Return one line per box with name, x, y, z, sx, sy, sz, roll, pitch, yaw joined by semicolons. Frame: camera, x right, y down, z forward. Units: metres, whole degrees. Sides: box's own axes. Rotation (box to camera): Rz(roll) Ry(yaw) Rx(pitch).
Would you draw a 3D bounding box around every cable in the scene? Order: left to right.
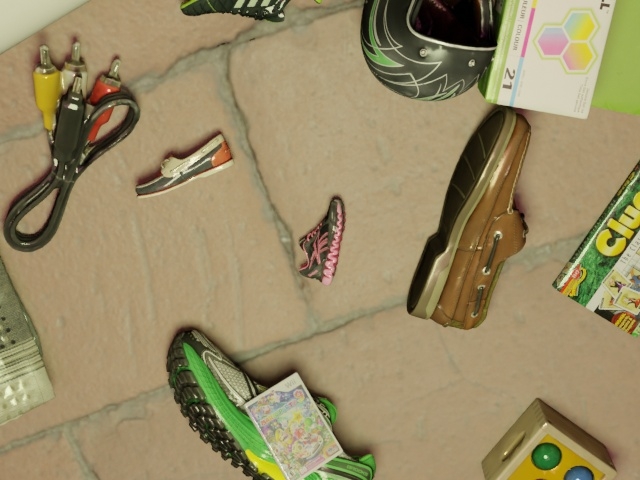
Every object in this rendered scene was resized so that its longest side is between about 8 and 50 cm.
cable;-0.324;-0.113;1.635;0.139;0.072;0.287;10;120;-20

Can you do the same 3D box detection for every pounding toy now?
pounding toy;0.328;0.357;1.743;0.206;0.094;0.181;35;104;-10

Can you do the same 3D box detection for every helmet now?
helmet;0.128;-0.246;1.514;0.169;0.169;0.162;-5;86;2

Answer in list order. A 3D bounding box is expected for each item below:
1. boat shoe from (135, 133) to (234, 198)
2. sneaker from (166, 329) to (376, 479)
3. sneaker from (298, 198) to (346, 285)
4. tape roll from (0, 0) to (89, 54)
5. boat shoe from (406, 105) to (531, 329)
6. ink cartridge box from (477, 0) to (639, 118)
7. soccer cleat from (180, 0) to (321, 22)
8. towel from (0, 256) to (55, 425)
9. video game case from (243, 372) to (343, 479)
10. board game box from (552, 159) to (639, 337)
boat shoe;-0.180;-0.093;1.629;0.137;0.049;0.043;-22;103;4
sneaker;-0.072;0.245;1.712;0.343;0.134;0.146;45;66;-6
sneaker;0.000;0.000;1.663;0.057;0.047;0.119;14;106;8
tape roll;-0.374;-0.354;1.446;0.169;0.246;0.246;-30;105;8
boat shoe;0.213;-0.026;1.626;0.104;0.111;0.307;18;116;-9
ink cartridge box;0.340;-0.247;1.554;0.255;0.097;0.189;10;107;-2
soccer cleat;-0.084;-0.298;1.560;0.179;0.060;0.072;-17;108;2
towel;-0.537;0.130;1.628;0.324;0.056;0.312;-23;99;-22
video game case;-0.035;0.245;1.646;0.087;0.011;0.122;-29;87;-27
board game box;0.434;-0.010;1.663;0.136;0.030;0.260;30;105;-6
